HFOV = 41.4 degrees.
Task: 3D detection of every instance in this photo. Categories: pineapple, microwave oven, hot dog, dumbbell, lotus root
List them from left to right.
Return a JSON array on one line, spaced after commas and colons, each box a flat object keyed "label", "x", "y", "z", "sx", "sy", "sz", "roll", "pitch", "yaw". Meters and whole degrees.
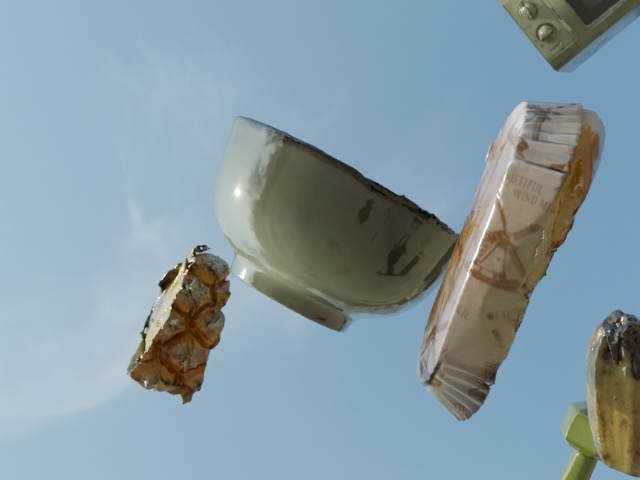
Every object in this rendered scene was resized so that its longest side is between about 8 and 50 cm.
[{"label": "pineapple", "x": -0.214, "y": 0.126, "z": 1.323, "sx": 0.114, "sy": 0.186, "sz": 0.236, "roll": 28, "pitch": -105, "yaw": -23}, {"label": "hot dog", "x": 0.135, "y": 0.015, "z": 0.629, "sx": 0.069, "sy": 0.131, "sz": 0.253, "roll": 19, "pitch": -72, "yaw": 0}, {"label": "dumbbell", "x": 0.420, "y": 0.423, "z": 1.431, "sx": 0.108, "sy": 0.121, "sz": 0.302, "roll": 24, "pitch": -83, "yaw": 6}, {"label": "microwave oven", "x": 0.327, "y": -0.310, "z": 0.993, "sx": 0.205, "sy": 0.163, "sz": 0.129, "roll": -39, "pitch": -95, "yaw": 23}, {"label": "lotus root", "x": 0.448, "y": 0.224, "z": 1.251, "sx": 0.110, "sy": 0.097, "sz": 0.259, "roll": 5, "pitch": -74, "yaw": 31}]

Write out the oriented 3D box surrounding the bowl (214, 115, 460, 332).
[{"label": "bowl", "x": 0.000, "y": 0.000, "z": 1.113, "sx": 0.353, "sy": 0.354, "sz": 0.185, "roll": 28, "pitch": -90, "yaw": -28}]
